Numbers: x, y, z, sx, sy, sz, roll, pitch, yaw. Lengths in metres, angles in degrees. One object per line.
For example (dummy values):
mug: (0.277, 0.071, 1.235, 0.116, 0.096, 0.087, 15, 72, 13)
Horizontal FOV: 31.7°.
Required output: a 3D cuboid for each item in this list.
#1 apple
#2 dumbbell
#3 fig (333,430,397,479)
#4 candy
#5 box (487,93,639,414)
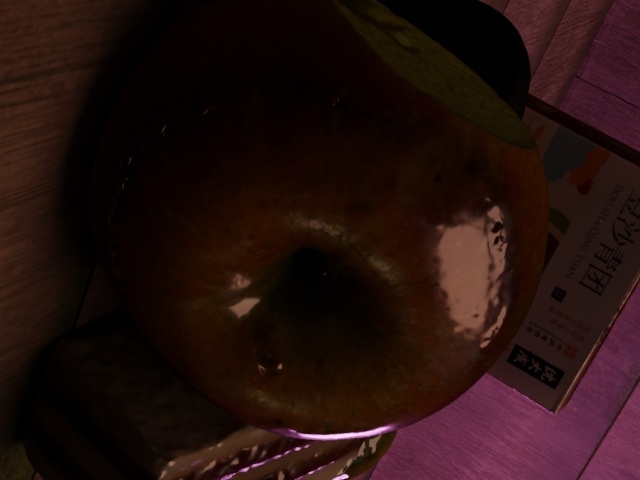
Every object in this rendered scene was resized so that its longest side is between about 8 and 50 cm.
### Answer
apple: (0.003, -0.038, 0.934, 0.374, 0.374, 0.384, -47, 121, -37)
dumbbell: (0.126, -0.117, 1.317, 0.203, 0.204, 0.322, -53, 163, -21)
fig: (0.000, 0.268, 1.686, 0.203, 0.203, 0.225, -44, 179, -44)
candy: (-0.103, 0.165, 1.053, 0.321, 0.179, 0.135, -9, 128, -52)
box: (0.248, -0.016, 1.543, 0.344, 0.385, 0.122, -64, 163, 18)
